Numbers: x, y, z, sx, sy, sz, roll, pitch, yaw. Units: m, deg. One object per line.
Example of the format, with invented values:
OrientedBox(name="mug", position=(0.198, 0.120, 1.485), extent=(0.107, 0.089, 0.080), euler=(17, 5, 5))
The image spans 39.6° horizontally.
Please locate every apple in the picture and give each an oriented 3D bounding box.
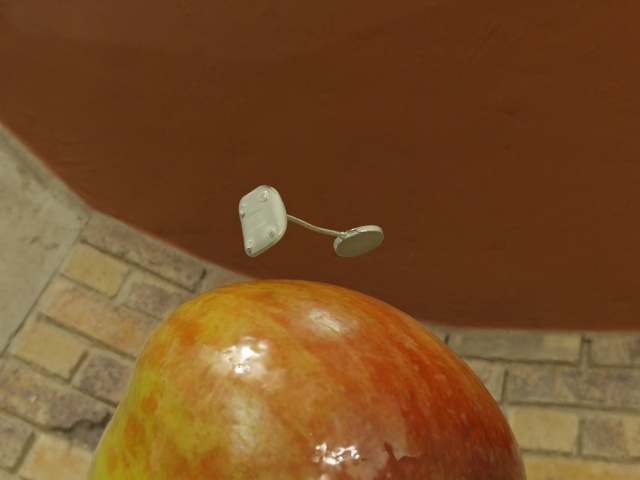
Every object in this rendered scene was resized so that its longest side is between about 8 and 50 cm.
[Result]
OrientedBox(name="apple", position=(-0.014, 0.163, 0.610), extent=(0.302, 0.301, 0.301), euler=(10, -44, 10))

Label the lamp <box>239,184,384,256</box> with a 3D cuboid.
OrientedBox(name="lamp", position=(0.000, 0.000, 0.800), extent=(0.050, 0.056, 0.198), euler=(-32, -26, 26))
